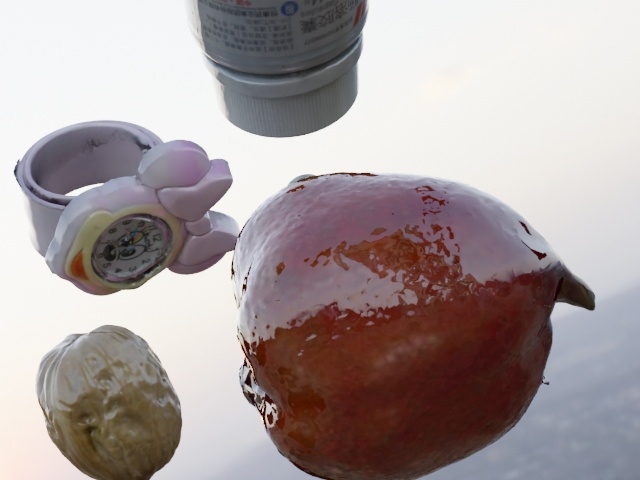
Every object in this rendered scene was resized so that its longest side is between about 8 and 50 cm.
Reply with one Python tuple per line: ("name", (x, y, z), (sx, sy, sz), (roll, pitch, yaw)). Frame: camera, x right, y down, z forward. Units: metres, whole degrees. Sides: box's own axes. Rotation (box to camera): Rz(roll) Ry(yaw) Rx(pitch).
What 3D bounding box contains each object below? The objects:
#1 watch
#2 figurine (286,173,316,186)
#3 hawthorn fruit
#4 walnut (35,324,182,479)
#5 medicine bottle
("watch", (-0.250, -0.065, 2.170), (0.248, 0.217, 0.211), (-20, -45, -16))
("figurine", (0.000, 0.000, 2.135), (0.147, 0.126, 0.192), (30, -85, -37))
("hawthorn fruit", (0.059, 0.071, 1.550), (0.311, 0.295, 0.295), (-34, -12, 33))
("walnut", (-0.231, 0.186, 1.909), (0.155, 0.184, 0.155), (-27, 7, 4))
("medicine bottle", (-0.057, -0.312, 2.295), (0.245, 0.245, 0.306), (-21, -43, -14))
